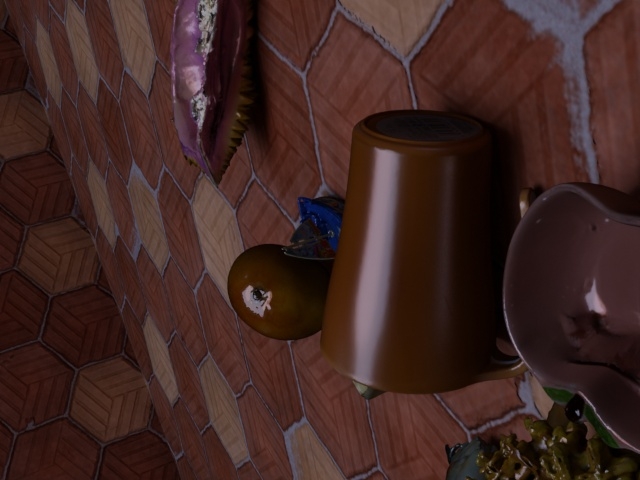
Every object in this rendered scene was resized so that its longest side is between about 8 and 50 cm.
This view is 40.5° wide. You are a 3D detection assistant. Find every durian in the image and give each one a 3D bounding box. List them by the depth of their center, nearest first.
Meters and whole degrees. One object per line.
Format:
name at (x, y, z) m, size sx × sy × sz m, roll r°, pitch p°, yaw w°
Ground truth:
durian at (-0.150, -0.267, 1.265) m, size 0.191 × 0.112 × 0.342 m, roll -128°, pitch 38°, yaw -57°

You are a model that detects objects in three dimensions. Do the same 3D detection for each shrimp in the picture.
shrimp at (0.180, 0.244, 0.846) m, size 0.287 × 0.068 × 0.185 m, roll 105°, pitch 177°, yaw -54°

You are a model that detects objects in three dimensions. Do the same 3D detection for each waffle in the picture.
waffle at (0.209, 0.245, 0.702) m, size 0.197 × 0.070 × 0.193 m, roll 6°, pitch 98°, yaw 21°

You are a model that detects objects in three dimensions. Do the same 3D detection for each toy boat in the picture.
toy boat at (0.000, 0.000, 1.108) m, size 0.175 × 0.110 × 0.091 m, roll 24°, pitch 130°, yaw 58°

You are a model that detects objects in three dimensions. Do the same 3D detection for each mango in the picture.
mango at (-0.057, 0.066, 1.208) m, size 0.221 × 0.151 × 0.121 m, roll -136°, pitch 68°, yaw -77°

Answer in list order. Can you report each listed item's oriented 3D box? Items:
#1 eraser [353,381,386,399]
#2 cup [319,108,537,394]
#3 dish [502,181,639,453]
eraser at (0.070, 0.112, 1.094) m, size 0.117 × 0.058 × 0.172 m, roll 61°, pitch 154°, yaw 27°
cup at (0.112, 0.018, 0.845) m, size 0.226 × 0.182 × 0.264 m, roll 13°, pitch 116°, yaw 25°
dish at (0.238, 0.051, 0.654) m, size 0.213 × 0.090 × 0.214 m, roll 41°, pitch 139°, yaw 49°
